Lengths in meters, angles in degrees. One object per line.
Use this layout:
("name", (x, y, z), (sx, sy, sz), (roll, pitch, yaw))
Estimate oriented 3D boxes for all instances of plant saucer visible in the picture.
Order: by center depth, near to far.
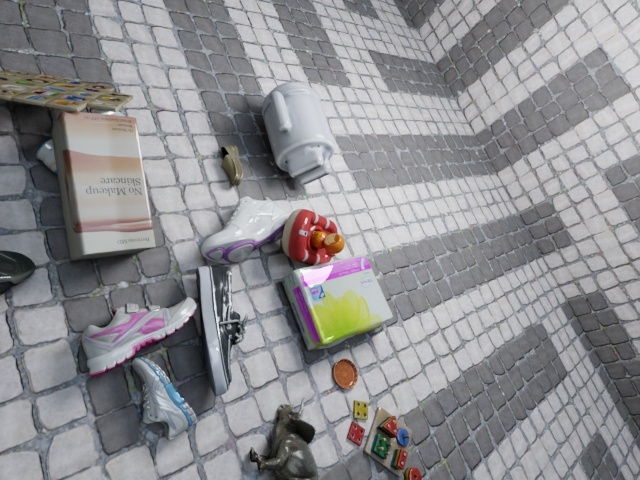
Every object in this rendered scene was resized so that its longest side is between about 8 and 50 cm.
("plant saucer", (0.069, 0.377, 1.151), (0.084, 0.013, 0.083), (17, 57, -28))

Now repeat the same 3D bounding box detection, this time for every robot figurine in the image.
("robot figurine", (-0.075, -0.364, 1.328), (0.300, 0.200, 0.352), (36, 36, -67))

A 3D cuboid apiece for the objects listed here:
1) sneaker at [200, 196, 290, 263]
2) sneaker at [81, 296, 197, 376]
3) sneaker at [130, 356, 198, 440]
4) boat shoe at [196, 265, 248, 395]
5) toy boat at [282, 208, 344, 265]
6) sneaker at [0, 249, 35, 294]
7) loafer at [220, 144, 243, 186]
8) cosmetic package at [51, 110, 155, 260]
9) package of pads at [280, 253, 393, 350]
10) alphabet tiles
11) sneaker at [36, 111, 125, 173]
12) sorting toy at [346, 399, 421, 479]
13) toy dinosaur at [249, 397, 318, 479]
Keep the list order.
("sneaker", (-0.217, -0.035, 1.124), (0.152, 0.114, 0.305), (49, 41, 12))
("sneaker", (-0.384, 0.176, 0.870), (0.252, 0.103, 0.111), (-29, 86, -43))
("sneaker", (-0.341, 0.329, 0.842), (0.083, 0.071, 0.190), (-38, 90, -37))
("boat shoe", (-0.227, 0.202, 0.965), (0.105, 0.113, 0.306), (-3, 58, -22))
("toy boat", (0.000, 0.000, 1.165), (0.231, 0.151, 0.150), (21, 82, -54))
("sneaker", (-0.643, 0.100, 0.745), (0.087, 0.130, 0.227), (38, 21, -7))
("loafer", (-0.267, -0.224, 1.213), (0.050, 0.056, 0.147), (4, 54, -34))
("cosmetic package", (-0.475, -0.114, 0.893), (0.153, 0.129, 0.295), (-10, 89, -42))
("package of pads", (0.058, 0.177, 1.194), (0.297, 0.101, 0.229), (-12, 73, -39))
("alphabet tiles", (-0.618, -0.337, 0.903), (0.343, 0.011, 0.285), (6, 26, -15))
("sneaker", (-0.557, -0.234, 0.991), (0.092, 0.087, 0.228), (47, 55, -14))
("sorting toy", (0.193, 0.548, 1.125), (0.275, 0.046, 0.132), (41, 48, -11))
("toy dinosaur", (-0.064, 0.521, 0.903), (0.161, 0.121, 0.313), (-4, 63, -23))
